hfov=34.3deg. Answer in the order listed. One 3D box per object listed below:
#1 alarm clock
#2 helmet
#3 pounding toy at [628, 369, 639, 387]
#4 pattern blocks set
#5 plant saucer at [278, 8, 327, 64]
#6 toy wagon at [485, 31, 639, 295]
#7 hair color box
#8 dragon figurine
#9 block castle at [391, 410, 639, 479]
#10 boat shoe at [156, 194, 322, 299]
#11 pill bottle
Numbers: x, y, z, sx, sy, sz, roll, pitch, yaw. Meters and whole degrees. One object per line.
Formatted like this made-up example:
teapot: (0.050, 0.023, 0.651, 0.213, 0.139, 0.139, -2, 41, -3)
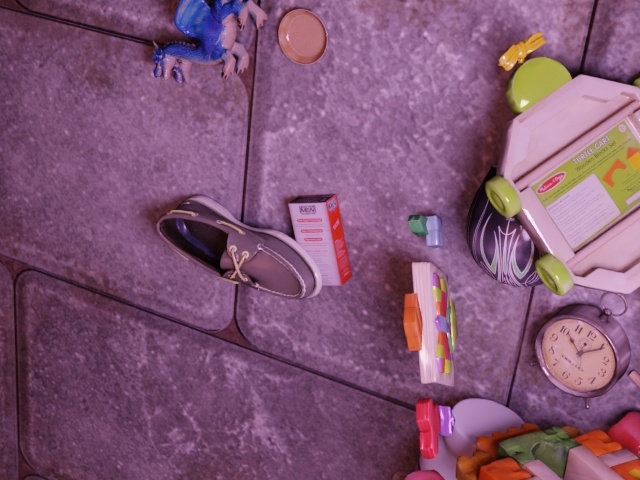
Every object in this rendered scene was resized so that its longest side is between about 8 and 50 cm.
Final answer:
alarm clock: (0.386, 0.143, 1.483, 0.129, 0.064, 0.192, 39, 133, 20)
helmet: (0.279, -0.016, 1.432, 0.169, 0.169, 0.162, 13, 94, 24)
pounding toy: (0.478, 0.193, 1.409, 0.155, 0.154, 0.269, -11, 104, 31)
pattern blocks set: (0.164, 0.121, 1.476, 0.026, 0.285, 0.325, -6, 93, 17)
plant saucer: (-0.023, -0.306, 1.556, 0.083, 0.015, 0.083, 11, 114, 25)
toy wagon: (0.339, -0.106, 1.326, 0.267, 0.068, 0.344, -34, 92, -9)
hair color box: (0.000, 0.000, 1.655, 0.072, 0.043, 0.141, 0, 111, 29)
dragon figurine: (-0.166, -0.343, 1.576, 0.144, 0.085, 0.289, 32, 123, 13)
block castle: (0.299, 0.419, 1.439, 0.213, 0.453, 0.303, 41, 133, 53)
boat shoe: (-0.136, 0.022, 1.682, 0.305, 0.091, 0.109, 28, 124, 28)
pill bottle: (0.223, 0.402, 1.628, 0.169, 0.169, 0.301, 25, 121, 17)
